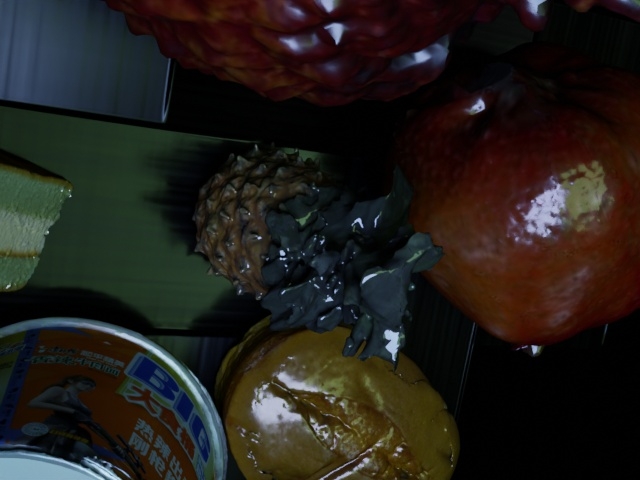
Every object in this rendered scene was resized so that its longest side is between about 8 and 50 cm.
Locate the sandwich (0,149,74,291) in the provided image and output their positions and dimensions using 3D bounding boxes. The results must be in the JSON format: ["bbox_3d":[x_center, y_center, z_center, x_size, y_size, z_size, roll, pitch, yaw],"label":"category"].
[{"bbox_3d":[-0.337,-0.045,0.751,0.187,0.144,0.117,27,90,8],"label":"sandwich"}]

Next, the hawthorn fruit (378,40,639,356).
[{"bbox_3d":[0.217,-0.045,0.873,0.311,0.295,0.295,41,84,-29],"label":"hawthorn fruit"}]

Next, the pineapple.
[{"bbox_3d":[0.000,0.000,0.753,0.141,0.310,0.170,43,83,-29],"label":"pineapple"}]

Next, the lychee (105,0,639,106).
[{"bbox_3d":[0.011,-0.293,0.601,0.424,0.500,0.424,-45,159,-22],"label":"lychee"}]

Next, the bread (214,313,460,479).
[{"bbox_3d":[0.017,0.187,0.904,0.195,0.143,0.270,-49,118,-5],"label":"bread"}]

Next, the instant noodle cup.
[{"bbox_3d":[-0.219,0.225,0.715,0.296,0.214,0.296,-1,101,-6],"label":"instant noodle cup"}]
